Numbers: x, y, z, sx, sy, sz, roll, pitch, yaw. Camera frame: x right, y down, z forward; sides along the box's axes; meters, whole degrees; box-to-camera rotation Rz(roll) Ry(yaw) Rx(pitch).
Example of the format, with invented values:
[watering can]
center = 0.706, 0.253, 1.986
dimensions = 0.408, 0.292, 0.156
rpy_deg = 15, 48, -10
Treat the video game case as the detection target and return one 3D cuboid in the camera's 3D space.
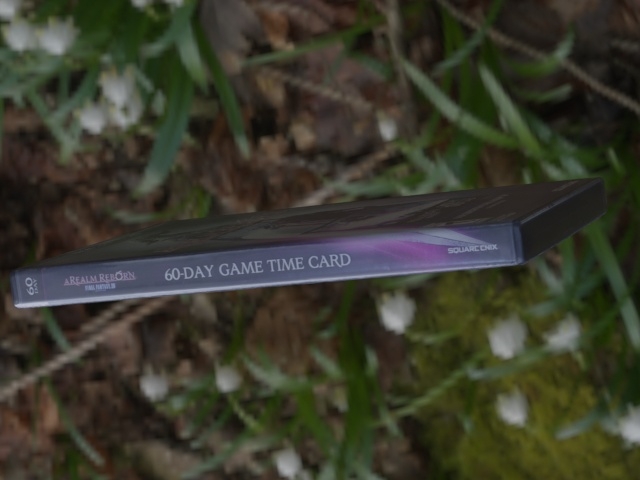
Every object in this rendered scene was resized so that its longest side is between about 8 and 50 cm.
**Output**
[video game case]
center = 0.000, 0.000, 1.008
dimensions = 0.274, 0.196, 0.026
rpy_deg = -5, 96, 21
